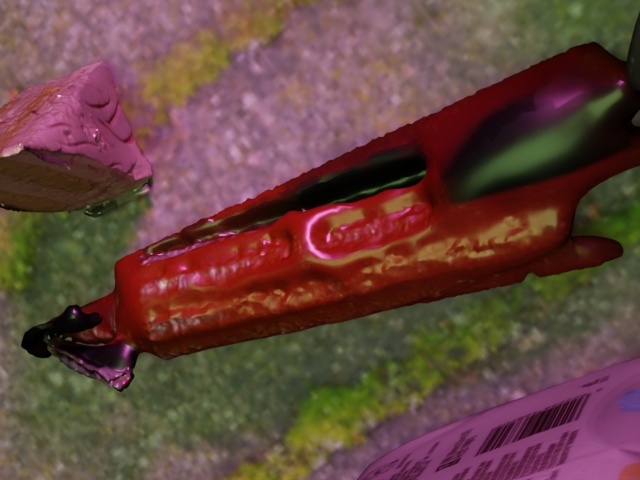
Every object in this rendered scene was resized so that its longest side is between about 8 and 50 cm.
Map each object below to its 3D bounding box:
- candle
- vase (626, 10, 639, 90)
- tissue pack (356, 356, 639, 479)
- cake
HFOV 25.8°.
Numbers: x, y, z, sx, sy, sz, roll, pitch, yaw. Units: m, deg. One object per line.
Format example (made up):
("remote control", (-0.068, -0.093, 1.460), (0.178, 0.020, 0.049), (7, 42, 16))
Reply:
("candle", (0.000, 0.000, 0.581), (0.301, 0.059, 0.084), (-18, 83, 19))
("vase", (0.253, -0.026, 0.457), (0.300, 0.156, 0.251), (29, 134, 17))
("tissue pack", (0.077, 0.153, 0.493), (0.159, 0.229, 0.145), (-24, 93, 21))
("cake", (-0.120, -0.042, 0.577), (0.052, 0.121, 0.065), (-18, 87, 14))
